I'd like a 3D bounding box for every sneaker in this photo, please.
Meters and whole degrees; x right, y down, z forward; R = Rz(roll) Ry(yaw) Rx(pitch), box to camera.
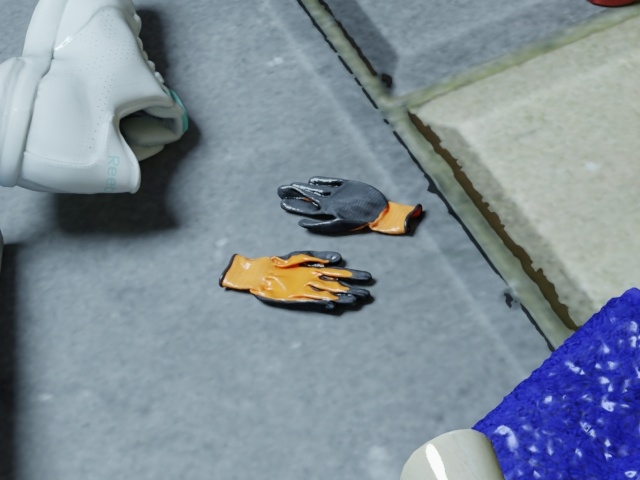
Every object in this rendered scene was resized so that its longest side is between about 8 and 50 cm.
[{"bbox_3d":[-0.112,-0.083,0.764,0.094,0.080,0.212,14,36,-5],"label":"sneaker"}]

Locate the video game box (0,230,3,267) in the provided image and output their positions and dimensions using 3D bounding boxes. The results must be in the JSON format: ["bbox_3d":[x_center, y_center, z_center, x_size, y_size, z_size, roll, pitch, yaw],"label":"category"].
[{"bbox_3d":[-0.249,0.058,0.645,0.205,0.048,0.187,-11,39,0],"label":"video game box"}]

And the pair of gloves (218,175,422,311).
[{"bbox_3d":[0.000,0.000,0.675,0.074,0.010,0.083,11,48,27],"label":"pair of gloves"}]

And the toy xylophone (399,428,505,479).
[{"bbox_3d":[-0.002,0.195,0.365,0.236,0.081,0.322,-32,49,8],"label":"toy xylophone"}]

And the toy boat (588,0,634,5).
[{"bbox_3d":[0.155,-0.277,0.820,0.268,0.148,0.318,-6,42,11],"label":"toy boat"}]

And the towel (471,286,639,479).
[{"bbox_3d":[0.143,0.144,0.428,0.228,0.076,0.308,-37,46,-22],"label":"towel"}]
